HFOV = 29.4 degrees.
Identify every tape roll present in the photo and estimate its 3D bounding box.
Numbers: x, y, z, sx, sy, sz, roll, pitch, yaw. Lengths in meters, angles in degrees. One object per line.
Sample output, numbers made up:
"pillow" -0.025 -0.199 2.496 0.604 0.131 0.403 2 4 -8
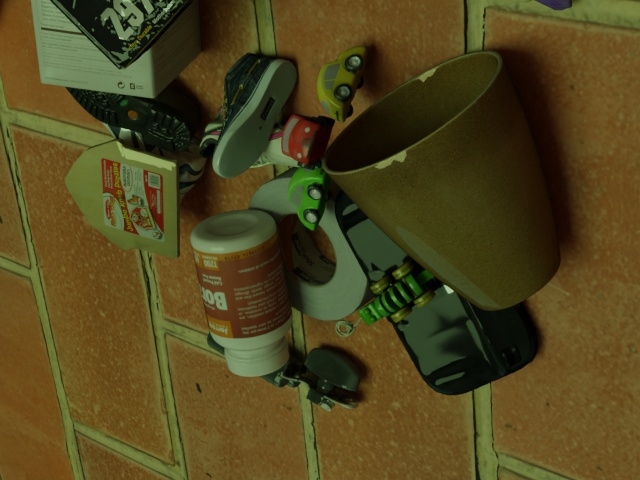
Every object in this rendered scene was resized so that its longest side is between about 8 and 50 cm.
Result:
"tape roll" 0.000 0.000 1.708 0.219 0.072 0.219 22 127 32

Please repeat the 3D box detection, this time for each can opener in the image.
"can opener" -0.050 0.186 1.883 0.280 0.074 0.093 21 93 32

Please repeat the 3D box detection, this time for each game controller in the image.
"game controller" 0.146 0.046 1.575 0.166 0.067 0.319 -26 95 29

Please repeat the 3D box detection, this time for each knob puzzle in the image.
"knob puzzle" -0.295 -0.072 1.842 0.213 0.030 0.213 13 126 19

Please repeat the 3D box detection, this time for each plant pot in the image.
"plant pot" 0.167 -0.049 1.426 0.237 0.237 0.254 -13 118 47

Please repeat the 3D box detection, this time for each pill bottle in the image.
"pill bottle" -0.105 0.076 1.707 0.121 0.121 0.216 11 121 39

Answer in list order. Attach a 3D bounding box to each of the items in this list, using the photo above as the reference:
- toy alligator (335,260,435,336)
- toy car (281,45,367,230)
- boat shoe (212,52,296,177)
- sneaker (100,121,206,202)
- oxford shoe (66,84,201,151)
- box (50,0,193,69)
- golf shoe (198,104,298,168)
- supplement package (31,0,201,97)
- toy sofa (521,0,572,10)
"toy alligator" 0.081 0.081 1.548 0.190 0.051 0.056 -36 90 29
"toy car" -0.008 -0.110 1.530 0.053 0.239 0.225 18 131 9
"boat shoe" -0.107 -0.170 1.654 0.083 0.183 0.065 21 165 41
"sneaker" -0.289 -0.131 1.886 0.235 0.094 0.153 33 125 12
"oxford shoe" -0.281 -0.216 1.800 0.227 0.096 0.083 30 132 -5
"box" -0.222 -0.399 1.446 0.257 0.079 0.322 45 122 -10
"golf shoe" -0.088 -0.125 1.698 0.186 0.086 0.067 20 161 37
"supplement package" -0.276 -0.366 1.639 0.175 0.177 0.292 9 122 15
"toy sofa" 0.121 -0.372 1.310 0.363 0.150 0.177 34 132 24
